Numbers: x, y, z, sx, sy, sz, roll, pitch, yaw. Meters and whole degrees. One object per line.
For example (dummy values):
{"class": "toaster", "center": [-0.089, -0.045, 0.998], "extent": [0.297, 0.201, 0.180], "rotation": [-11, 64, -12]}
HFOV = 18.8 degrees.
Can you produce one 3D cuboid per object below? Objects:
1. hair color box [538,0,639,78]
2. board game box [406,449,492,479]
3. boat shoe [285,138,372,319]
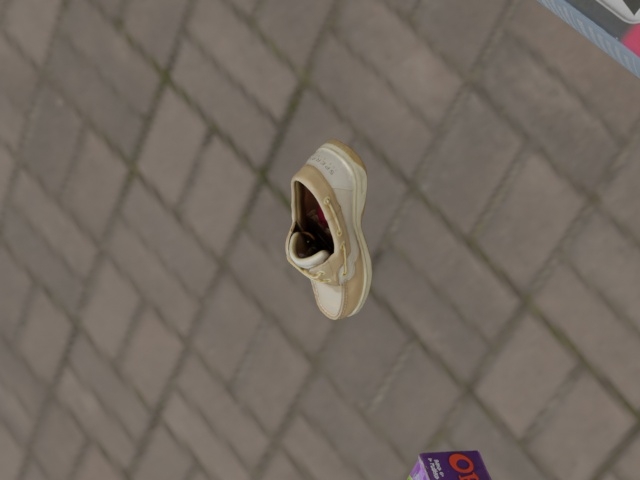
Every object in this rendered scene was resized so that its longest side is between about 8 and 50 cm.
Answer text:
{"class": "hair color box", "center": [0.149, -0.249, 1.155], "extent": [0.374, 0.113, 0.185], "rotation": [39, 96, 12]}
{"class": "board game box", "center": [0.052, 0.313, 1.158], "extent": [0.208, 0.056, 0.347], "rotation": [63, 144, 36]}
{"class": "boat shoe", "center": [0.000, 0.000, 1.503], "extent": [0.063, 0.059, 0.170], "rotation": [32, 141, 35]}
